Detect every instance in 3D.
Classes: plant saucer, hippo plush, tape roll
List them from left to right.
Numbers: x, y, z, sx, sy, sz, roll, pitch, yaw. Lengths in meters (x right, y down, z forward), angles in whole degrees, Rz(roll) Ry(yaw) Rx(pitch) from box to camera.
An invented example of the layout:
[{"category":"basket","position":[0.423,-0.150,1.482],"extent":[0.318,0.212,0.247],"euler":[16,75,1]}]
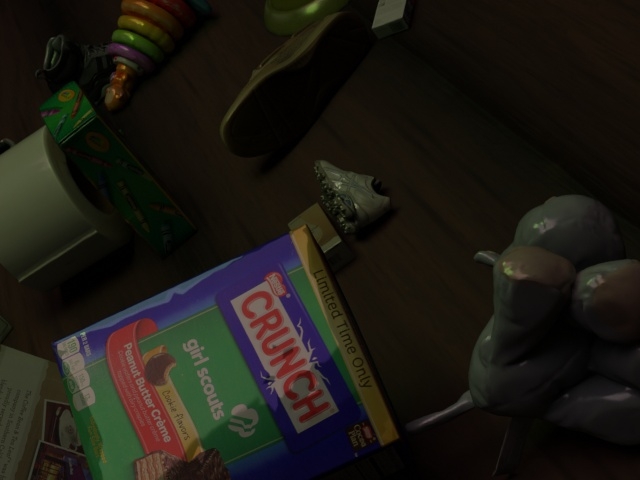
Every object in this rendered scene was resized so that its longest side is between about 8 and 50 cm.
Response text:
[{"category":"tape roll","position":[-0.460,-0.057,1.908],"extent":[0.169,0.246,0.246],"euler":[-31,37,11]},{"category":"plant saucer","position":[-0.017,-0.494,2.167],"extent":[0.241,0.037,0.241],"euler":[-23,39,20]},{"category":"hippo plush","position":[0.271,0.088,1.203],"extent":[0.236,0.234,0.294],"euler":[-62,-4,-54]}]

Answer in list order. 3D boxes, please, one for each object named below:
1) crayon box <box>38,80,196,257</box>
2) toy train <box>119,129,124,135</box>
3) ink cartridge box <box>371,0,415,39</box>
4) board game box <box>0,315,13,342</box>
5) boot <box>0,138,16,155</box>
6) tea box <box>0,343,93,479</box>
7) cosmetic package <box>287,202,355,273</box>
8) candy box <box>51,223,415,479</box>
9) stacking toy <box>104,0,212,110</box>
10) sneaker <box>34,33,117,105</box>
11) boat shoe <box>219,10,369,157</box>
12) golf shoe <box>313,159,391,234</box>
[{"category":"crayon box","position":[-0.332,-0.116,1.829],"extent":[0.081,0.278,0.165],"euler":[-39,36,-2]},{"category":"toy train","position":[-0.428,-0.199,2.224],"extent":[0.083,0.017,0.024],"euler":[-20,30,24]},{"category":"ink cartridge box","position":[0.131,-0.406,1.951],"extent":[0.063,0.029,0.115],"euler":[-15,41,30]},{"category":"board game box","position":[-0.680,0.206,1.861],"extent":[0.053,0.193,0.305],"euler":[8,57,46]},{"category":"boot","position":[-0.592,-0.101,2.169],"extent":[0.095,0.123,0.258],"euler":[-36,36,4]},{"category":"tea box","position":[-0.379,0.355,1.313],"extent":[0.323,0.220,0.329],"euler":[-52,23,40]},{"category":"cosmetic package","position":[0.000,0.000,1.619],"extent":[0.060,0.041,0.115],"euler":[-37,36,3]},{"category":"candy box","position":[-0.096,0.175,1.209],"extent":[0.317,0.122,0.268],"euler":[-25,65,0]},{"category":"stacking toy","position":[-0.376,-0.405,2.315],"extent":[0.175,0.166,0.302],"euler":[11,73,57]},{"category":"sneaker","position":[-0.483,-0.398,2.368],"extent":[0.268,0.153,0.101],"euler":[-49,38,-14]},{"category":"boat shoe","position":[-0.057,-0.262,1.896],"extent":[0.341,0.121,0.110],"euler":[-45,31,-25]},{"category":"golf shoe","position":[0.047,-0.073,1.655],"extent":[0.086,0.069,0.176],"euler":[-21,38,-9]}]
